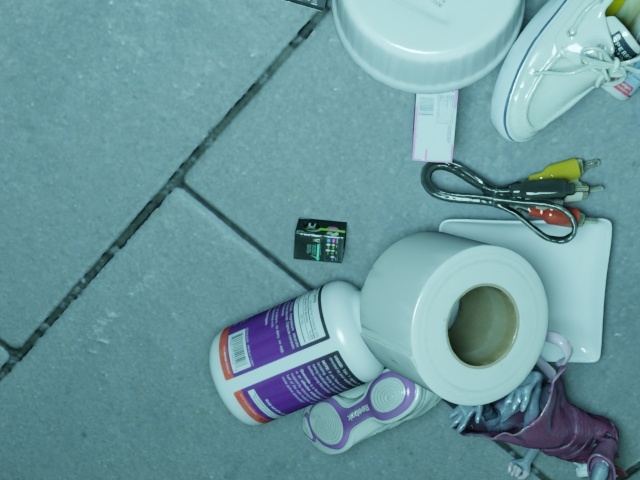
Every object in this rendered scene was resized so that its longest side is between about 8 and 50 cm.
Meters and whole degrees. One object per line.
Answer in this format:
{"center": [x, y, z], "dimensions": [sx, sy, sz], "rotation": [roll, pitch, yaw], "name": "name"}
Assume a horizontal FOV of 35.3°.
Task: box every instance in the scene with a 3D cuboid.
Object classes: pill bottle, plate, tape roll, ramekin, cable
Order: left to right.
{"center": [-0.016, 0.183, 1.715], "dimensions": [0.323, 0.181, 0.181], "rotation": [-24, 112, 17], "name": "pill bottle"}
{"center": [0.150, -0.350, 1.378], "dimensions": [0.277, 0.135, 0.277], "rotation": [0, 85, 3], "name": "ramekin"}
{"center": [0.205, 0.115, 1.554], "dimensions": [0.246, 0.169, 0.246], "rotation": [-4, 100, -25], "name": "tape roll"}
{"center": [0.304, -0.064, 1.609], "dimensions": [0.287, 0.072, 0.139], "rotation": [1, 87, 13], "name": "cable"}
{"center": [0.338, 0.080, 1.699], "dimensions": [0.278, 0.045, 0.277], "rotation": [0, 118, 6], "name": "plate"}
{"center": [0.469, -0.288, 1.470], "dimensions": [0.087, 0.087, 0.160], "rotation": [35, 115, -11], "name": "pill bottle"}

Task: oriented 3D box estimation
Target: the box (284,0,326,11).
{"center": [-0.100, -0.447, 1.409], "dimensions": [0.270, 0.060, 0.216], "rotation": [15, 149, -1], "name": "box"}

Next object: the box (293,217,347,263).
{"center": [0.000, 0.000, 1.685], "dimensions": [0.083, 0.062, 0.052], "rotation": [5, 117, 3], "name": "box"}

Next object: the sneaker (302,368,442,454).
{"center": [0.097, 0.307, 1.802], "dimensions": [0.305, 0.152, 0.114], "rotation": [-27, 70, 39], "name": "sneaker"}

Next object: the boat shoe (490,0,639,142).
{"center": [0.393, -0.273, 1.395], "dimensions": [0.136, 0.156, 0.367], "rotation": [31, 100, -44], "name": "boat shoe"}

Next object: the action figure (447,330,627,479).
{"center": [0.407, 0.315, 1.752], "dimensions": [0.370, 0.248, 0.275], "rotation": [24, 87, -30], "name": "action figure"}

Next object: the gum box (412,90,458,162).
{"center": [0.175, -0.225, 1.524], "dimensions": [0.062, 0.107, 0.188], "rotation": [4, 118, 4], "name": "gum box"}
